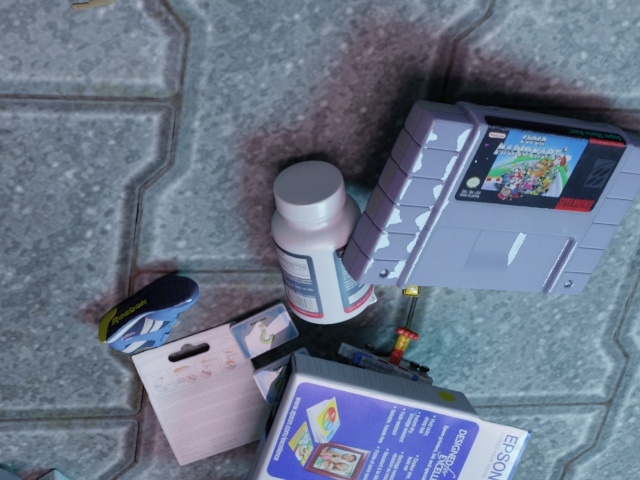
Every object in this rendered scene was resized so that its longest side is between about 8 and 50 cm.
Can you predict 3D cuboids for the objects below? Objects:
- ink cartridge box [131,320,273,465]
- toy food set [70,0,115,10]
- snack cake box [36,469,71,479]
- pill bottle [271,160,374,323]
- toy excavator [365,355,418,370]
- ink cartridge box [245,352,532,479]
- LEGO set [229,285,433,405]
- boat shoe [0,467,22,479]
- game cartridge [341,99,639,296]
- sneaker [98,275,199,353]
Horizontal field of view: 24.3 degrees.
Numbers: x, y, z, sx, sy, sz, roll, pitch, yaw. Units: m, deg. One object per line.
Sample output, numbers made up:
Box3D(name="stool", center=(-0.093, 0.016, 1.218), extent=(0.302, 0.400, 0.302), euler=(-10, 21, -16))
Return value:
Box3D(name="ink cartridge box", center=(-0.147, 0.192, 1.923), extent=(0.145, 0.045, 0.179), euler=(-19, 113, 3))
Box3D(name="toy food set", center=(-0.251, -0.286, 1.475), extent=(0.078, 0.019, 0.122), euler=(-4, 133, 31))
Box3D(name="snack cake box", center=(-0.423, 0.440, 1.976), extent=(0.264, 0.152, 0.089), euler=(-32, 130, 14))
Box3D(name="pill bottle", center=(0.000, 0.000, 1.739), extent=(0.108, 0.108, 0.180), euler=(-13, 131, -3))
Box3D(name="toy excavator", center=(-0.025, 0.402, 2.026), extent=(0.433, 0.222, 0.445), euler=(-16, 122, -1))
Box3D(name="ink cartridge box", center=(0.065, 0.308, 1.863), extent=(0.307, 0.072, 0.303), euler=(14, 115, -12))
Box3D(name="LEGO set", center=(0.033, 0.141, 1.855), extent=(0.244, 0.060, 0.182), euler=(-25, 103, 4))
Box3D(name="boat shoe", center=(-0.478, 0.344, 1.944), extent=(0.183, 0.065, 0.083), euler=(1, 132, -8))
Box3D(name="game cartridge", center=(0.217, -0.043, 1.726), extent=(0.355, 0.068, 0.230), euler=(4, 127, -35))
Box3D(name="sneaker", center=(-0.200, 0.092, 1.804), extent=(0.144, 0.053, 0.059), euler=(-28, 130, 21))
